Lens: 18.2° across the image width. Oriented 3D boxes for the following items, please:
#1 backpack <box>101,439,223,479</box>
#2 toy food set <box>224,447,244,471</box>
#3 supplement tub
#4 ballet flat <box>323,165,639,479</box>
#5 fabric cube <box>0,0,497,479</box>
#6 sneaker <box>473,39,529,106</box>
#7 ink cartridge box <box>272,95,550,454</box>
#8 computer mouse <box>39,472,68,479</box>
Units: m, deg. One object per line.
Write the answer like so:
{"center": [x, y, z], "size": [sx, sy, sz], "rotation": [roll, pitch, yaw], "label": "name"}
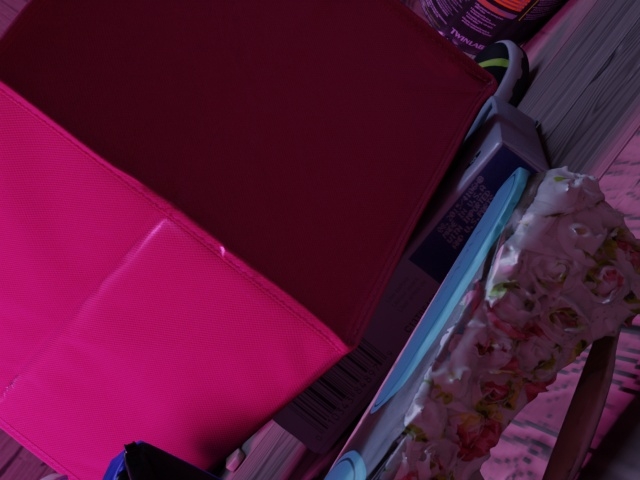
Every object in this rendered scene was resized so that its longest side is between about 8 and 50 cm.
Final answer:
{"center": [-0.096, 0.191, 1.116], "size": [0.120, 0.098, 0.101], "rotation": [-68, 7, -27], "label": "backpack"}
{"center": [-0.030, 0.092, 1.574], "size": [0.192, 0.038, 0.132], "rotation": [-52, 4, -2], "label": "toy food set"}
{"center": [0.172, -0.248, 1.711], "size": [0.117, 0.117, 0.190], "rotation": [-55, 6, -34], "label": "supplement tub"}
{"center": [0.039, 0.084, 0.674], "size": [0.241, 0.077, 0.091], "rotation": [-55, 3, -5], "label": "ballet flat"}
{"center": [-0.093, -0.032, 1.205], "size": [0.258, 0.259, 0.254], "rotation": [-44, 10, 46], "label": "fabric cube"}
{"center": [0.079, -0.092, 1.534], "size": [0.235, 0.097, 0.084], "rotation": [-55, 6, -36], "label": "sneaker"}
{"center": [0.058, 0.011, 1.270], "size": [0.223, 0.045, 0.224], "rotation": [-51, 4, 11], "label": "ink cartridge box"}
{"center": [-0.194, 0.207, 1.140], "size": [0.193, 0.042, 0.106], "rotation": [-49, -11, 29], "label": "computer mouse"}
